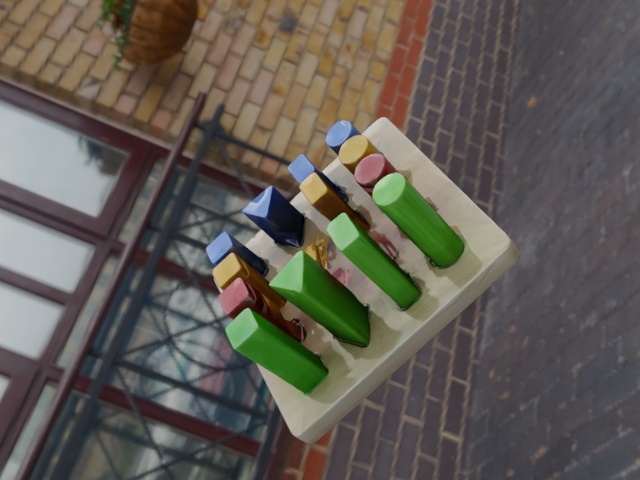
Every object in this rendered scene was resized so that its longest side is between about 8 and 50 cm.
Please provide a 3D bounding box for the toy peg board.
[{"bbox_3d":[0.000,0.000,0.515,0.161,0.079,0.161,-43,41,6],"label":"toy peg board"}]
